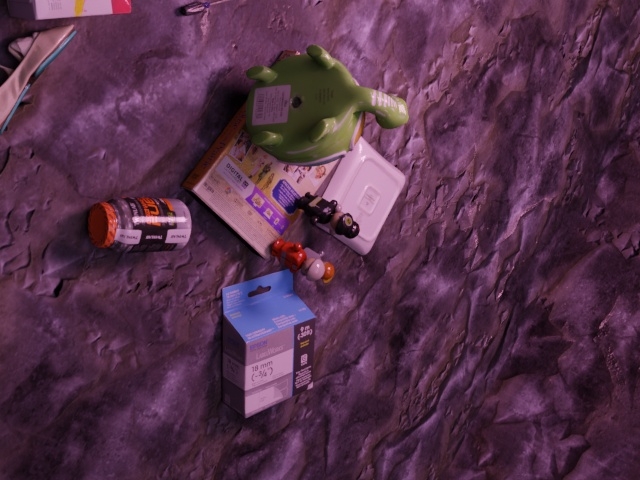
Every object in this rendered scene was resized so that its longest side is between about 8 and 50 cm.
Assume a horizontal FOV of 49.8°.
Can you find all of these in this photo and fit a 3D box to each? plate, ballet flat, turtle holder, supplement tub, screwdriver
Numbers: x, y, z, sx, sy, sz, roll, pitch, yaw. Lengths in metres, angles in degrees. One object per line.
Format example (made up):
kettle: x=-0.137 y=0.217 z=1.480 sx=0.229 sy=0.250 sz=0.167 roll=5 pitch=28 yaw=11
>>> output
plate: x=0.126 y=-0.119 z=1.962 sx=0.277 sy=0.045 sz=0.278 roll=33 pitch=82 yaw=-47
ballet flat: x=-0.534 y=-0.303 z=1.221 sx=0.248 sy=0.086 sz=0.086 roll=-57 pitch=136 yaw=-9
turtle holder: x=0.005 y=-0.289 z=1.515 sx=0.320 sy=0.243 sz=0.227 roll=-31 pitch=158 yaw=14
supplement tub: x=-0.379 y=-0.032 z=1.448 sx=0.190 sy=0.117 sz=0.117 roll=-2 pitch=108 yaw=-45
screwdriver: x=-0.230 y=-0.509 z=1.481 sx=0.170 sy=0.025 sz=0.024 roll=-35 pitch=127 yaw=-41

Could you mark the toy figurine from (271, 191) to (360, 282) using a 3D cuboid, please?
toy figurine: x=0.000 y=0.000 z=1.755 sx=0.213 sy=0.148 sz=0.209 roll=-60 pitch=163 yaw=0

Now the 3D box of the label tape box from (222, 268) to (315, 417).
label tape box: x=-0.134 y=0.266 z=1.818 sx=0.240 sy=0.106 sz=0.334 roll=-16 pitch=117 yaw=-40

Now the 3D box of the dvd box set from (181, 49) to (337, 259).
dvd box set: x=-0.110 y=-0.203 z=1.684 sx=0.420 sy=0.062 sz=0.307 roll=-56 pitch=135 yaw=-12

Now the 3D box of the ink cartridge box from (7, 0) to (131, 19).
ink cartridge box: x=-0.446 y=-0.457 z=1.202 sx=0.176 sy=0.128 sz=0.127 roll=-21 pitch=120 yaw=-38
